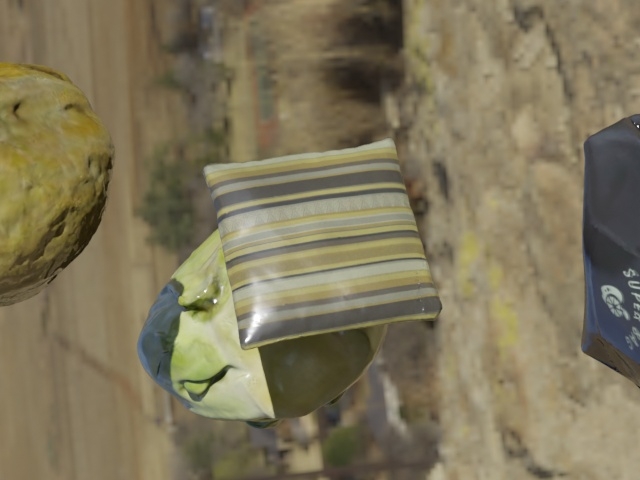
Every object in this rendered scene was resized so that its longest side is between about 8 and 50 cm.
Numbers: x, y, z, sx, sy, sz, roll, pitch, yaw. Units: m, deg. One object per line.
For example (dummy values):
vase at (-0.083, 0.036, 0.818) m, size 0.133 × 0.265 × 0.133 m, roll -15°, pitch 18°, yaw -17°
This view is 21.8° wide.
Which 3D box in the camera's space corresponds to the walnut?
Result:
walnut at (-0.324, -0.044, 1.548) m, size 0.227 × 0.283 × 0.283 m, roll 35°, pitch 134°, yaw 30°

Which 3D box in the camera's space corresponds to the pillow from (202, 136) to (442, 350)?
pillow at (0.000, 0.000, 1.688) m, size 0.052 × 0.208 × 0.212 m, roll 105°, pitch 154°, yaw -63°

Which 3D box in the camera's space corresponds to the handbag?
handbag at (0.395, 0.067, 1.774) m, size 0.288 × 0.152 × 0.342 m, roll 45°, pitch 149°, yaw 50°

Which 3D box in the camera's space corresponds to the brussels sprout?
brussels sprout at (-0.056, 0.087, 1.947) m, size 0.247 × 0.328 × 0.328 m, roll 44°, pitch 172°, yaw -18°
